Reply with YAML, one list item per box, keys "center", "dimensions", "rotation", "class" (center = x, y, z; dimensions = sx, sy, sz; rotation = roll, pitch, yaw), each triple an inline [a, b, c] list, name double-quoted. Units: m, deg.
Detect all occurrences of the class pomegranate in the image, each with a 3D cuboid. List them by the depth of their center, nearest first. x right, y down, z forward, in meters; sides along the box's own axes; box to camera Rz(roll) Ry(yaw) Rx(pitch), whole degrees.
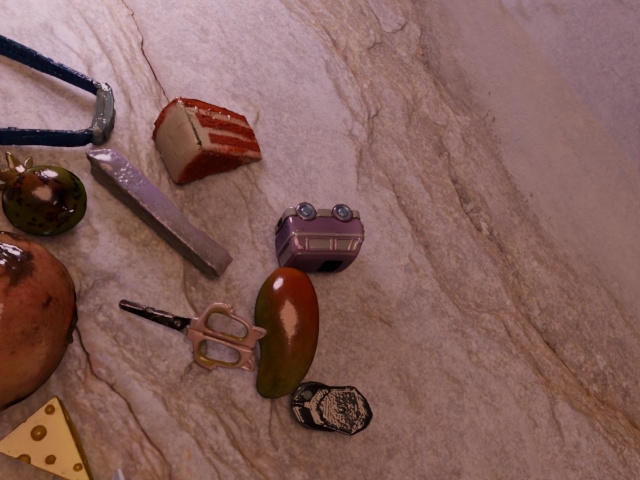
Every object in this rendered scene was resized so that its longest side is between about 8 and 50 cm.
- center: [-0.559, 0.132, 0.865]
  dimensions: [0.322, 0.322, 0.322]
  rotation: [9, 66, -20]
  class: "pomegranate"
- center: [-0.578, -0.104, 1.057]
  dimensions: [0.156, 0.156, 0.220]
  rotation: [-38, 82, -31]
  class: "pomegranate"

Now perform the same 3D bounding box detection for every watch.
- center: [-0.620, -0.341, 1.193]
  dimensions: [0.274, 0.068, 0.276]
  rotation: [-2, 70, -19]
  class: "watch"

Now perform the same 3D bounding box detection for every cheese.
- center: [-0.467, 0.385, 0.927]
  dimensions: [0.171, 0.093, 0.126]
  rotation: [47, 59, 0]
  class: "cheese"

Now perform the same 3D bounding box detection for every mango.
- center: [-0.074, 0.200, 1.157]
  dimensions: [0.146, 0.129, 0.289]
  rotation: [2, 77, -24]
  class: "mango"

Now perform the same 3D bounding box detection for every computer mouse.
- center: [0.025, 0.376, 1.159]
  dimensions: [0.192, 0.062, 0.106]
  rotation: [14, 65, -11]
  class: "computer mouse"

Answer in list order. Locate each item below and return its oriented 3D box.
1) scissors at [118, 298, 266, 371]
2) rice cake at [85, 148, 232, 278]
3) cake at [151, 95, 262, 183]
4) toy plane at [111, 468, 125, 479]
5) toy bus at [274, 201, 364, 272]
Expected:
- center: [-0.277, 0.185, 1.097]
  dimensions: [0.317, 0.024, 0.160]
  rotation: [18, 102, 0]
  class: "scissors"
- center: [-0.365, -0.062, 1.177]
  dimensions: [0.399, 0.064, 0.070]
  rotation: [42, 49, -2]
  class: "rice cake"
- center: [-0.285, -0.232, 1.292]
  dimensions: [0.262, 0.159, 0.158]
  rotation: [-3, 65, -61]
  class: "cake"
- center: [-0.387, 0.519, 0.864]
  dimensions: [0.252, 0.118, 0.252]
  rotation: [-14, 117, -30]
  class: "toy plane"
- center: [0.000, 0.000, 1.264]
  dimensions: [0.202, 0.142, 0.142]
  rotation: [1, 63, -22]
  class: "toy bus"
